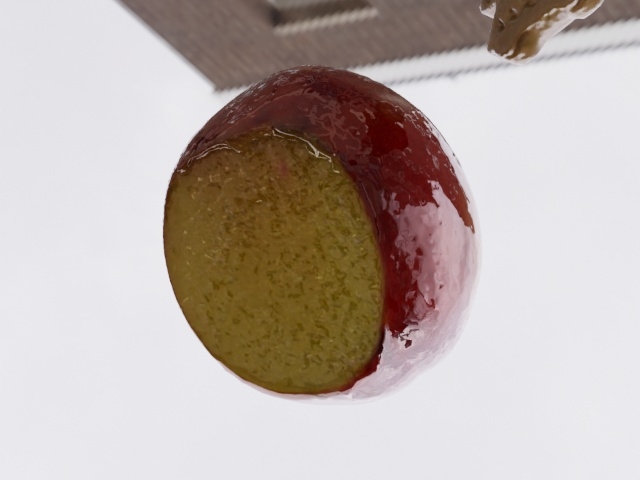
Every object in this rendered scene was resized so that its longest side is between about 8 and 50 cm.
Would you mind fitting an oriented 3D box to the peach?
[{"bbox_3d":[0.000,0.000,1.002,0.190,0.192,0.190,-9,-111,24],"label":"peach"}]

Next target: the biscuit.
[{"bbox_3d":[0.138,-0.182,0.984,0.133,0.027,0.184,-29,-143,57],"label":"biscuit"}]
